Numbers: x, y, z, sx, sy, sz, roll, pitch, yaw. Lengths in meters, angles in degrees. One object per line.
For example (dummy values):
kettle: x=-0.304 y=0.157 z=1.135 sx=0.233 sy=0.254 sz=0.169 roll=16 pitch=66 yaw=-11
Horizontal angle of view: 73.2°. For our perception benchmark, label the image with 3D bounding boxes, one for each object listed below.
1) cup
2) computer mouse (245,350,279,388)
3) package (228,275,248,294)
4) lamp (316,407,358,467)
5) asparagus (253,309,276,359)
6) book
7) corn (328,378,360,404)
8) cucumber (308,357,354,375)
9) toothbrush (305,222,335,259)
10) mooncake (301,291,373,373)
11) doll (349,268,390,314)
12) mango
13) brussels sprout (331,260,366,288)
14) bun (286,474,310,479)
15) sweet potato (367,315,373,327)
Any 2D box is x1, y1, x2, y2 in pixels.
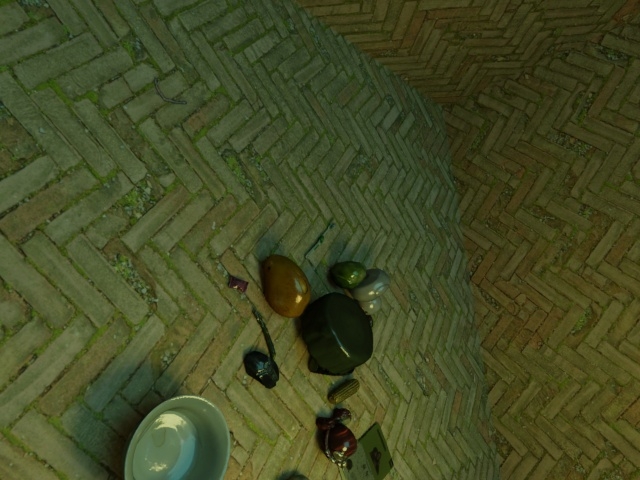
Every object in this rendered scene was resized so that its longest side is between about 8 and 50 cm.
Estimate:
cup: x=-0.469 y=0.662 z=1.346 sx=0.347 sy=0.163 sz=0.348 roll=17 pitch=66 yaw=-43
computer mouse: x=-0.227 y=0.518 z=1.739 sx=0.192 sy=0.062 sz=0.106 roll=51 pitch=46 yaw=-22
package: x=-0.335 y=0.180 z=1.755 sx=0.083 sy=0.029 sz=0.059 roll=29 pitch=54 yaw=-29
lamp: x=0.089 y=0.871 z=1.907 sx=0.215 sy=0.150 sz=0.224 roll=7 pitch=70 yaw=-51
asparagus: x=-0.228 y=0.396 z=1.804 sx=0.034 sy=0.027 sz=0.236 roll=-29 pitch=100 yaw=-59
book: x=0.223 y=1.078 z=2.075 sx=0.352 sy=0.035 sz=0.240 roll=-19 pitch=90 yaw=-49
corn: x=0.116 y=0.718 z=2.050 sx=0.207 sy=0.068 sz=0.068 roll=-16 pitch=89 yaw=-47
cucumber: x=0.064 y=0.601 z=2.026 sx=0.300 sy=0.072 sz=0.072 roll=23 pitch=61 yaw=-41
toothbrush: x=-0.002 y=0.000 z=2.190 sx=0.030 sy=0.030 sz=0.304 roll=57 pitch=46 yaw=-18
mooncake: x=0.077 y=0.418 z=1.970 sx=0.356 sy=0.194 sz=0.357 roll=38 pitch=33 yaw=-31
doll: x=0.269 y=0.278 z=2.276 sx=0.251 sy=0.221 sz=0.221 roll=-38 pitch=107 yaw=-20
mango: x=-0.145 y=0.190 z=1.850 sx=0.159 sy=0.190 sz=0.291 roll=-25 pitch=92 yaw=-56
brussels sprout: x=0.144 y=0.174 z=2.178 sx=0.183 sy=0.145 sz=0.132 roll=-2 pitch=100 yaw=-6
bun: x=-0.084 y=1.043 z=1.673 sx=0.230 sy=0.133 sz=0.231 roll=15 pitch=69 yaw=-44
sweet potato: x=0.256 y=0.417 z=2.321 sx=0.049 sy=0.049 sz=0.117 roll=17 pitch=56 yaw=-44
